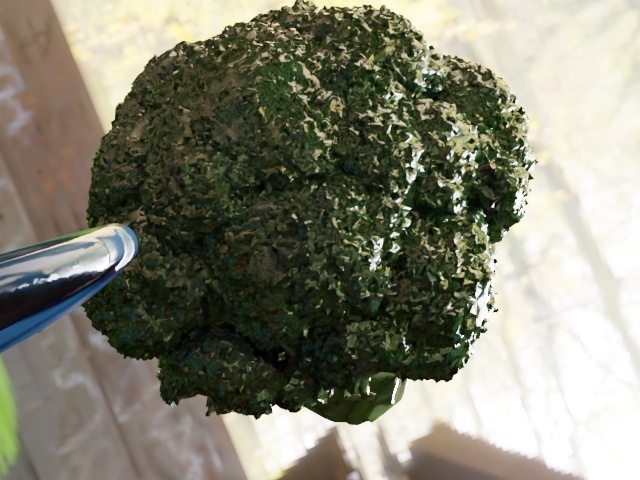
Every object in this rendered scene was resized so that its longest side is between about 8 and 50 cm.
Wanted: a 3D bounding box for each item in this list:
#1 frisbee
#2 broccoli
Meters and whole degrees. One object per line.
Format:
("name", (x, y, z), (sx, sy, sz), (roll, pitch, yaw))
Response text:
("frisbee", (-0.177, 0.046, 0.603), (0.242, 0.045, 0.242), (-18, -176, 1))
("broccoli", (0.000, 0.000, 0.945), (0.270, 0.270, 0.270), (-8, -131, 9))
